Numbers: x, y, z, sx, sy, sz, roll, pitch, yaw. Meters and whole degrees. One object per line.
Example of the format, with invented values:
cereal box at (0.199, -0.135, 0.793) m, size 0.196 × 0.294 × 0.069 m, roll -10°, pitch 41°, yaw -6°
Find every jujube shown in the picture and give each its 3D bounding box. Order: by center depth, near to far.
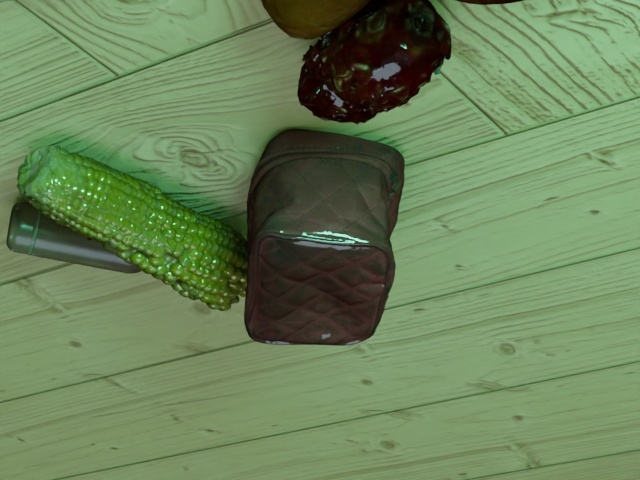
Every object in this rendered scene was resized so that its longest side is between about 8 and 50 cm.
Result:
jujube at (0.034, -0.143, 1.355) m, size 0.104 × 0.104 × 0.166 m, roll 20°, pitch 150°, yaw -27°

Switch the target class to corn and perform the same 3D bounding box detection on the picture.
corn at (-0.168, -0.009, 1.647) m, size 0.086 × 0.087 × 0.288 m, roll -22°, pitch 141°, yaw 40°

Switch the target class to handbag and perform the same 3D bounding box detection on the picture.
handbag at (0.000, 0.000, 1.594) m, size 0.146 × 0.135 × 0.225 m, roll 6°, pitch 148°, yaw -2°

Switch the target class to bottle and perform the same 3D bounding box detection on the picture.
bottle at (-0.245, -0.002, 1.705) m, size 0.140 × 0.053 × 0.053 m, roll 11°, pitch 151°, yaw -13°

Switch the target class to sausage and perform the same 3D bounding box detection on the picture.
sausage at (0.018, -0.213, 1.249) m, size 0.076 × 0.076 × 0.197 m, roll 18°, pitch 149°, yaw -25°

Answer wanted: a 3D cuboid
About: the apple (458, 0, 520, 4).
apple at (0.114, -0.243, 1.084) m, size 0.181 × 0.181 × 0.168 m, roll -21°, pitch 122°, yaw 39°
